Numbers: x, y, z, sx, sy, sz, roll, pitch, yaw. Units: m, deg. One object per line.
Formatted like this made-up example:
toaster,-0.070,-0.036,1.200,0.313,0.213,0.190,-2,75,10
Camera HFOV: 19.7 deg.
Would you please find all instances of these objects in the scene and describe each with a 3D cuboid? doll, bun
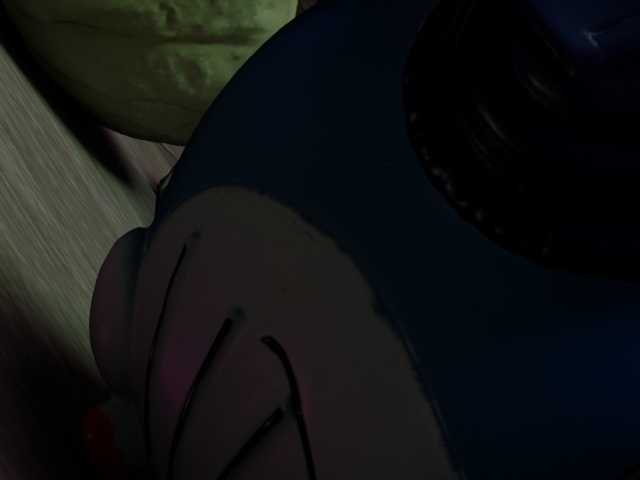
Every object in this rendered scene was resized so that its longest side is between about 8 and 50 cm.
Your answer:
doll,0.072,0.056,0.479,0.310,0.240,0.284,55,-20,38
bun,-0.107,-0.168,0.960,0.244,0.153,0.243,161,-90,-77

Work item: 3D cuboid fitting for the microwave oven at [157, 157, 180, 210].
microwave oven,0.000,0.000,1.013,0.162,0.122,0.208,52,3,-10
